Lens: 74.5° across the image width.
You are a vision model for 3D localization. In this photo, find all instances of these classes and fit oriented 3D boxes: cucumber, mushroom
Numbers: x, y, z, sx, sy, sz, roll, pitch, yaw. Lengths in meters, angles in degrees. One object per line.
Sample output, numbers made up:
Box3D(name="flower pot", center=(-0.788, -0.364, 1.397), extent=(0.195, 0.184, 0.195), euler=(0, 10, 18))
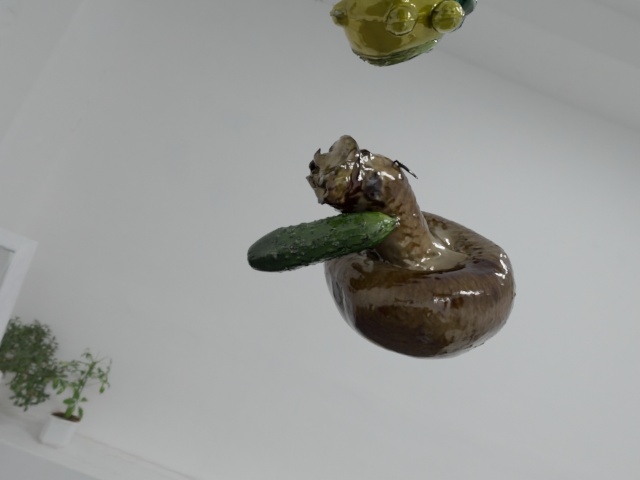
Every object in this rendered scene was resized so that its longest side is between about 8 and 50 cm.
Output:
Box3D(name="cucumber", center=(0.000, 0.000, 0.592), extent=(0.227, 0.069, 0.069), euler=(-14, -22, 17))
Box3D(name="mushroom", center=(0.143, 0.006, 0.713), extent=(0.334, 0.356, 0.331), euler=(-7, 7, -9))

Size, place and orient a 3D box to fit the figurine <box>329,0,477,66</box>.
Box3D(name="figurine", center=(0.186, -0.517, 0.915), extent=(0.324, 0.340, 0.231), euler=(23, -44, 29))
